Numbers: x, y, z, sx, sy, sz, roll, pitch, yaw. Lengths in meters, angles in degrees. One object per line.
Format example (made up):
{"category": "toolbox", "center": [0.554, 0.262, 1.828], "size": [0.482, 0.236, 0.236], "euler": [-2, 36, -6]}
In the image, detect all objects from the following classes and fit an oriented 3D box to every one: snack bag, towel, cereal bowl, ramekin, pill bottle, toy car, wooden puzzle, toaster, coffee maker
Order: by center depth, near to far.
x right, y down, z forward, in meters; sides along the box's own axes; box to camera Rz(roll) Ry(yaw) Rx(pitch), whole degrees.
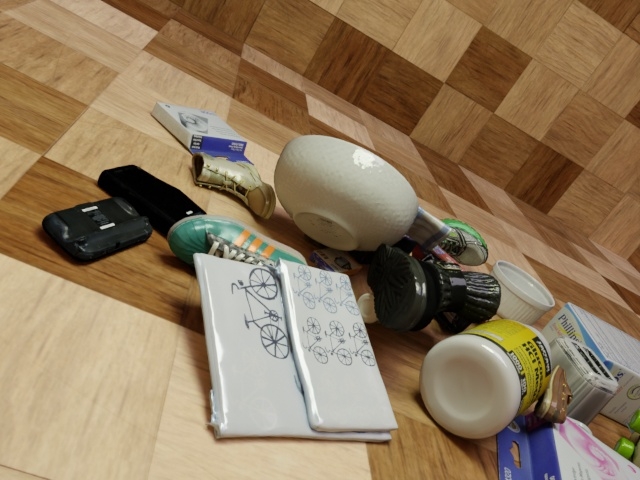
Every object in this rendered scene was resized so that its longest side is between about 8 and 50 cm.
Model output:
{"category": "snack bag", "center": [-0.043, 0.163, 0.980], "size": [0.342, 0.037, 0.323], "euler": [15, 45, -36]}
{"category": "pill bottle", "center": [0.349, 0.259, 1.210], "size": [0.188, 0.188, 0.334], "euler": [44, 25, 25]}
{"category": "pill bottle", "center": [0.137, 0.147, 1.317], "size": [0.116, 0.065, 0.065], "euler": [5, 35, -48]}
{"category": "cereal bowl", "center": [0.038, -0.076, 1.358], "size": [0.338, 0.141, 0.339], "euler": [24, -20, 9]}
{"category": "toy car", "center": [0.789, 0.477, 1.431], "size": [0.155, 0.149, 0.188], "euler": [29, 9, 17]}
{"category": "toaster", "center": [0.594, 0.335, 1.431], "size": [0.129, 0.146, 0.227], "euler": [23, 25, -20]}
{"category": "towel", "center": [0.179, -0.074, 1.478], "size": [0.285, 0.034, 0.209], "euler": [34, -10, 3]}
{"category": "wooden puzzle", "center": [0.000, 0.000, 1.502], "size": [0.078, 0.014, 0.116], "euler": [36, 22, 7]}
{"category": "coffee maker", "center": [0.319, 0.134, 1.513], "size": [0.171, 0.120, 0.178], "euler": [3, 38, -52]}
{"category": "ramekin", "center": [0.580, 0.164, 1.807], "size": [0.207, 0.109, 0.207], "euler": [28, 23, -13]}

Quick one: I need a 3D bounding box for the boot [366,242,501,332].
{"category": "boot", "center": [0.246, 0.113, 1.213], "size": [0.260, 0.131, 0.348], "euler": [21, 14, -8]}

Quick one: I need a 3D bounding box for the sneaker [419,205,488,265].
{"category": "sneaker", "center": [0.350, 0.004, 1.838], "size": [0.343, 0.134, 0.146], "euler": [21, 31, -5]}

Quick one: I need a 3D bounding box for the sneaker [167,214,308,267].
{"category": "sneaker", "center": [-0.133, 0.044, 1.117], "size": [0.302, 0.108, 0.121], "euler": [20, 22, -32]}

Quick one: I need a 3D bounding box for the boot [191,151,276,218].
{"category": "boot", "center": [-0.207, -0.131, 1.418], "size": [0.165, 0.077, 0.213], "euler": [12, 28, -38]}

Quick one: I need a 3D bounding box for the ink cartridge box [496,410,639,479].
{"category": "ink cartridge box", "center": [0.494, 0.460, 1.153], "size": [0.330, 0.071, 0.324], "euler": [35, 22, 2]}

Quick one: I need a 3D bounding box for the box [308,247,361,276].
{"category": "box", "center": [0.032, 0.054, 1.420], "size": [0.081, 0.028, 0.136], "euler": [43, 27, 22]}

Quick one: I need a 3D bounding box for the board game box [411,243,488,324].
{"category": "board game box", "center": [0.350, 0.100, 1.628], "size": [0.281, 0.027, 0.145], "euler": [46, -17, 29]}

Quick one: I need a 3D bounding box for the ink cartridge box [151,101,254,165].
{"category": "ink cartridge box", "center": [-0.307, -0.288, 1.638], "size": [0.224, 0.045, 0.223], "euler": [43, 24, 23]}

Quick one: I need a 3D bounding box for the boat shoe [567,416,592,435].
{"category": "boat shoe", "center": [0.537, 0.413, 1.338], "size": [0.142, 0.049, 0.040], "euler": [32, 41, 1]}

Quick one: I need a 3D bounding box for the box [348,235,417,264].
{"category": "box", "center": [0.113, -0.050, 1.642], "size": [0.184, 0.103, 0.261], "euler": [3, 37, -45]}

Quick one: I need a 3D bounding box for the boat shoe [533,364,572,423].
{"category": "boat shoe", "center": [0.498, 0.328, 1.277], "size": [0.060, 0.064, 0.178], "euler": [29, 30, 16]}

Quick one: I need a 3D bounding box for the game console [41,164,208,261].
{"category": "game console", "center": [-0.357, -0.050, 1.102], "size": [0.213, 0.044, 0.361], "euler": [35, 22, 9]}

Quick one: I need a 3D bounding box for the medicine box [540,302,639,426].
{"category": "medicine box", "center": [0.785, 0.347, 1.653], "size": [0.289, 0.149, 0.263], "euler": [27, 23, -13]}
